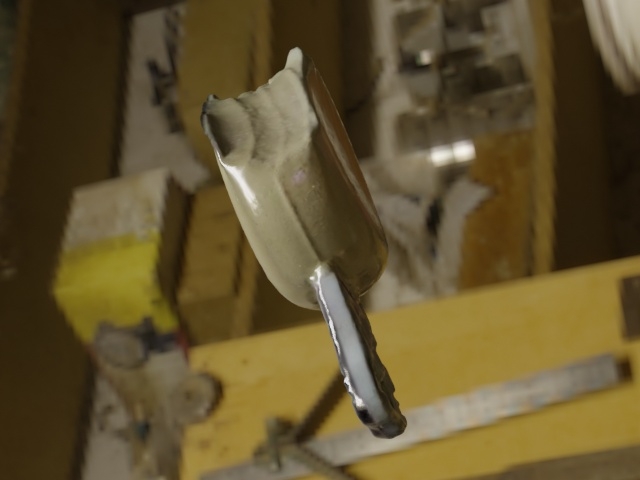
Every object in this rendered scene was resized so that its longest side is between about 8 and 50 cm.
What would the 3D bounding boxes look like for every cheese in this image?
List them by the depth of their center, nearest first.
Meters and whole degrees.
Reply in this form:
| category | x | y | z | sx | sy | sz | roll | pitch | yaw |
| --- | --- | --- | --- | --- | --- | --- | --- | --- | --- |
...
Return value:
| category | x | y | z | sx | sy | sz | roll | pitch | yaw |
| --- | --- | --- | --- | --- | --- | --- | --- | --- | --- |
| cheese | -0.003 | -0.005 | 0.699 | 0.092 | 0.048 | 0.171 | 57 | -169 | -38 |
